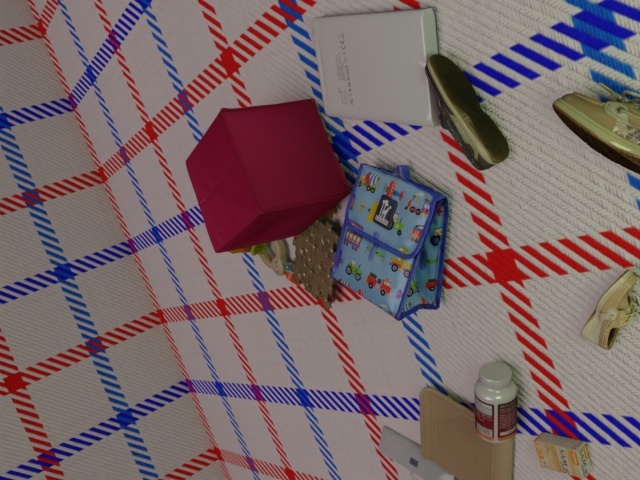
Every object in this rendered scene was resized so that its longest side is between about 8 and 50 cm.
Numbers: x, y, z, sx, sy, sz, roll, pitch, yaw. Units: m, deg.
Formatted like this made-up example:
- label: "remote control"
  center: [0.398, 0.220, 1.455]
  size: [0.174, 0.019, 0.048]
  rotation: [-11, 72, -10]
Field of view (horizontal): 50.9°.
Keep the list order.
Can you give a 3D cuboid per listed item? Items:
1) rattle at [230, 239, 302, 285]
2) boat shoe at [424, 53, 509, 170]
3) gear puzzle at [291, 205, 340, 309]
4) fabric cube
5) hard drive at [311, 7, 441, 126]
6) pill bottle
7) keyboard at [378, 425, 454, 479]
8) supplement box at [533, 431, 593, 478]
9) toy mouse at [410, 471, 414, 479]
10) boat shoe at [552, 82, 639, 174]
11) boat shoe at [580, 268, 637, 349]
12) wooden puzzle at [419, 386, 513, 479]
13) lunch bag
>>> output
- label: "rattle"
  center: [-0.154, 0.056, 1.883]
  size: [0.130, 0.142, 0.200]
  rotation: [-46, 64, 36]
- label: "boat shoe"
  center: [0.243, -0.221, 1.187]
  size: [0.224, 0.080, 0.073]
  rotation: [57, 142, 5]
- label: "gear puzzle"
  center: [0.000, 0.000, 1.717]
  size: [0.175, 0.044, 0.339]
  rotation: [39, 136, 38]
- label: "fabric cube"
  center: [-0.131, -0.150, 1.572]
  size: [0.258, 0.254, 0.259]
  rotation: [-37, 70, 55]
- label: "hard drive"
  center: [0.108, -0.343, 1.338]
  size: [0.318, 0.040, 0.210]
  rotation: [18, 125, 49]
- label: "pill bottle"
  center: [0.357, 0.329, 1.369]
  size: [0.086, 0.086, 0.152]
  rotation: [23, 128, 47]
- label: "keyboard"
  center: [0.243, 0.558, 1.723]
  size: [0.256, 0.014, 0.072]
  rotation: [16, 101, 50]
- label: "supplement box"
  center: [0.471, 0.417, 1.308]
  size: [0.098, 0.036, 0.062]
  rotation: [-6, 106, 56]
- label: "toy mouse"
  center: [0.266, 0.683, 1.775]
  size: [0.143, 0.031, 0.161]
  rotation: [61, 147, 8]
- label: "boat shoe"
  center: [0.458, -0.141, 0.932]
  size: [0.285, 0.104, 0.089]
  rotation: [39, 101, 28]
- label: "boat shoe"
  center: [0.480, 0.116, 1.087]
  size: [0.059, 0.063, 0.170]
  rotation: [41, 149, 29]
- label: "wooden puzzle"
  center: [0.333, 0.464, 1.538]
  size: [0.238, 0.044, 0.221]
  rotation: [20, 126, 43]
- label: "lunch bag"
  center: [0.159, -0.018, 1.424]
  size: [0.221, 0.138, 0.294]
  rotation: [31, 121, 43]
